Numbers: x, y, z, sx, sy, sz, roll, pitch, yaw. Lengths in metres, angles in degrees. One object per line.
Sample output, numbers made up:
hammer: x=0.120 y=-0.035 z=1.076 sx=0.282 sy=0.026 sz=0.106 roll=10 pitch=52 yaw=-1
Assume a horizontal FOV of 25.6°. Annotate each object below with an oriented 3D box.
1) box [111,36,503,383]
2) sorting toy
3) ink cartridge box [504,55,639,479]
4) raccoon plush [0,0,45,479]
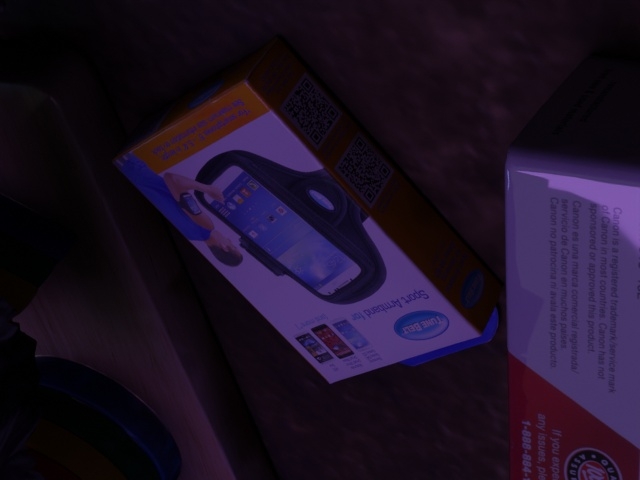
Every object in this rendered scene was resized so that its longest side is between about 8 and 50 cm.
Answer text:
box: x=0.000 y=0.000 z=0.491 sx=0.136 sy=0.028 sz=0.081 roll=48 pitch=139 yaw=-16
sorting toy: x=-0.178 y=0.043 z=0.607 sx=0.256 sy=0.089 sz=0.257 roll=6 pitch=135 yaw=29
ink cartridge box: x=0.143 y=0.030 z=0.370 sx=0.175 sy=0.072 sz=0.127 roll=10 pitch=123 yaw=25
raccoon plush: x=-0.266 y=-0.049 z=0.413 sx=0.299 sy=0.216 sz=0.446 roll=17 pitch=118 yaw=26
